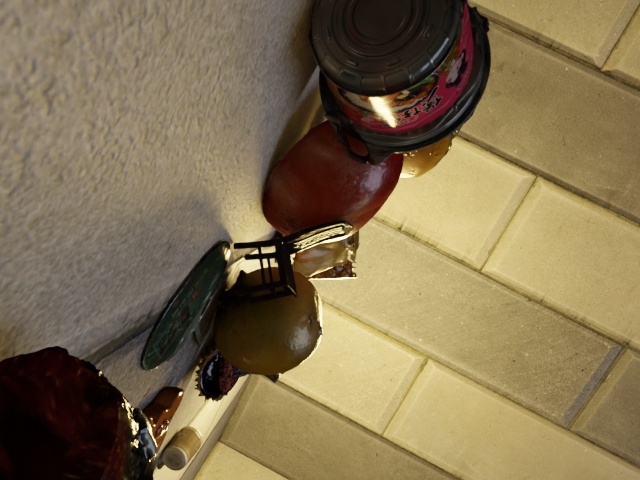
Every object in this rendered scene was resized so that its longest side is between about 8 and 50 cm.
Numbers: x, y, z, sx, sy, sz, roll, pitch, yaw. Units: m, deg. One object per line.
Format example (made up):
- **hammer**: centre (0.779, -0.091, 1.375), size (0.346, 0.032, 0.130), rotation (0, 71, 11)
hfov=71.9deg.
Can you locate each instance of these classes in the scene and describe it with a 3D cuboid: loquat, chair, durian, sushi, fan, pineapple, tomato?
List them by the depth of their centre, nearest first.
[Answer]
- **sushi**: centre (-0.204, 0.183, 0.257), size (0.225, 0.137, 0.126), rotation (-53, 163, -43)
- **fan**: centre (-0.219, 0.137, 0.711), size (0.294, 0.012, 0.223), rotation (-66, 176, 31)
- **chair**: centre (-0.038, 0.040, 0.785), size (0.084, 0.213, 0.101), rotation (68, 12, -70)
- **tomato**: centre (0.053, -0.102, 0.861), size (0.339, 0.143, 0.338), rotation (-36, 167, -10)
- **loquat**: centre (-0.110, 0.162, 0.913), size (0.243, 0.244, 0.244), rotation (-62, 177, -6)
- **durian**: centre (-0.236, 0.269, 1.032), size (0.186, 0.119, 0.108), rotation (-50, -148, -12)
- **pineapple**: centre (0.000, 0.000, 1.527), size (0.262, 0.263, 0.271), rotation (72, 17, -85)

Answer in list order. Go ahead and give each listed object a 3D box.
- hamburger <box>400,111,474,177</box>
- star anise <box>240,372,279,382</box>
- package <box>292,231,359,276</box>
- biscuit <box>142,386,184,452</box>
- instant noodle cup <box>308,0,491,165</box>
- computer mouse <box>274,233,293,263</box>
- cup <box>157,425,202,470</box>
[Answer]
- **hamburger**: centre (0.174, -0.290, 0.975), size (0.174, 0.284, 0.304), rotation (-47, 170, -25)
- **star anise**: centre (-0.186, 0.302, 1.339), size (0.212, 0.130, 0.282), rotation (-129, -131, -56)
- **package**: centre (0.032, -0.058, 1.186), size (0.221, 0.165, 0.311), rotation (-67, 169, -46)
- **biscuit**: centre (-0.338, 0.409, 0.774), size (0.306, 0.043, 0.284), rotation (-65, 176, 35)
- **instant noodle cup**: centre (0.095, -0.264, 0.597), size (0.182, 0.259, 0.302), rotation (7, 98, -71)
- **computer mouse**: centre (-0.088, -0.013, 1.217), size (0.199, 0.045, 0.102), rotation (-64, 174, -57)
- **cup**: centre (-0.388, 0.566, 1.196), size (0.099, 0.102, 0.074), rotation (-43, 122, -77)
